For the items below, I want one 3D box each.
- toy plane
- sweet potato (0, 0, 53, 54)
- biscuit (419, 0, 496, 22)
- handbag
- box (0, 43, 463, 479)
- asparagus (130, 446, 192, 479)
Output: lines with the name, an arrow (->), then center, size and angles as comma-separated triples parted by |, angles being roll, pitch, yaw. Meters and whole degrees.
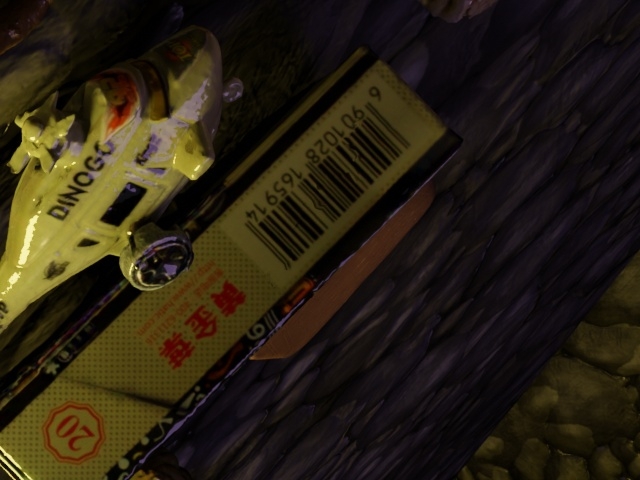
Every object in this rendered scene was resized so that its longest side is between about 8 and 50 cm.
toy plane -> -0.143, 0.004, 0.888 | 0.108, 0.092, 0.286 | 16, 118, -50
sweet potato -> -0.152, -0.081, 0.744 | 0.115, 0.026, 0.026 | -40, 164, -35
biscuit -> 0.137, -0.242, 1.058 | 0.108, 0.062, 0.239 | -36, 163, -43
handbag -> 0.000, 0.000, 1.299 | 0.193, 0.072, 0.151 | -50, 165, 6
box -> -0.066, 0.025, 1.037 | 0.310, 0.084, 0.198 | -45, -175, -7
asparagus -> -0.146, 0.216, 1.461 | 0.080, 0.080, 0.287 | -43, 173, -14
